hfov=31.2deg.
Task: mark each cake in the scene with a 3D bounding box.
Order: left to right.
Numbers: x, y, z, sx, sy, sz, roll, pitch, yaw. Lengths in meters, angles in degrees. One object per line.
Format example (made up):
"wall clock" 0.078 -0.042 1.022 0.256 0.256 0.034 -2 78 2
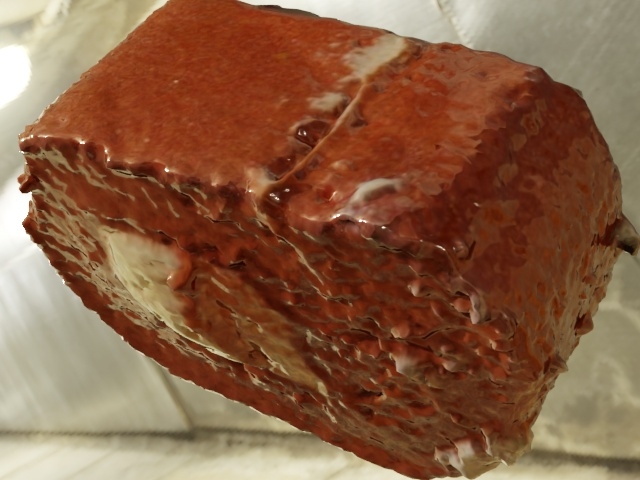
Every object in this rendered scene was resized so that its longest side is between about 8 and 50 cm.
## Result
"cake" 0.000 0.000 0.540 0.283 0.151 0.176 15 135 25
